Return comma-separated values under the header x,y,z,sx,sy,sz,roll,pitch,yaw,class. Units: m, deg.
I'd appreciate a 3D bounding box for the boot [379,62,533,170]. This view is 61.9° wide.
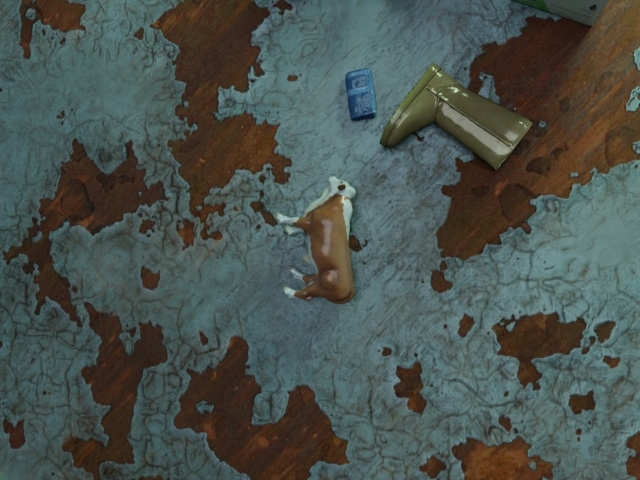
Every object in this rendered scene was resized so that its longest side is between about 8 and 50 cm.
x,y,z,sx,sy,sz,roll,pitch,yaw,class
0.305,-0.249,1.226,0.269,0.089,0.236,37,97,9,boot

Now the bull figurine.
x,y,z,sx,sy,sz,roll,pitch,yaw,class
0.000,0.000,1.282,0.188,0.101,0.311,-6,86,16,bull figurine

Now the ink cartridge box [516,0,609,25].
x,y,z,sx,sy,sz,roll,pitch,yaw,class
0.519,-0.573,1.090,0.198,0.273,0.115,25,94,12,ink cartridge box

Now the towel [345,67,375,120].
x,y,z,sx,sy,sz,roll,pitch,yaw,class
0.097,-0.355,1.301,0.067,0.029,0.120,-8,88,13,towel
